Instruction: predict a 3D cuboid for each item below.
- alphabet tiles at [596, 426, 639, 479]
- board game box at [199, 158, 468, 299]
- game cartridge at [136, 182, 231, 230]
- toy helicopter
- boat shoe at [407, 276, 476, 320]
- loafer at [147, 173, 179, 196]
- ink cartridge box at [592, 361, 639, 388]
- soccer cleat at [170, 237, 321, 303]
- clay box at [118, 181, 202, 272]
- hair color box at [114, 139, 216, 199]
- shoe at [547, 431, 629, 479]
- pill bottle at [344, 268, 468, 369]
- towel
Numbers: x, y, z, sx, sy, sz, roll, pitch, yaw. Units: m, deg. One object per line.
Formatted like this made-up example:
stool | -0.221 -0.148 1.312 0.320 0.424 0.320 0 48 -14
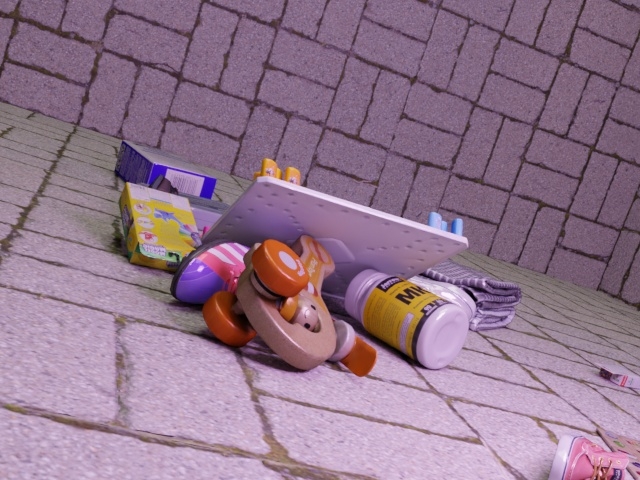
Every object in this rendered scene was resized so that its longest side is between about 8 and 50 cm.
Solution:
alphabet tiles | 0.562 0.363 1.186 0.237 0.009 0.198 20 8 1
board game box | 0.000 0.000 1.404 0.389 0.050 0.390 16 -25 -22
game cartridge | -0.303 -0.070 1.916 0.297 0.062 0.198 13 14 -37
toy helicopter | -0.017 0.084 1.179 0.235 0.140 0.355 42 20 -7
boat shoe | 0.211 0.131 1.707 0.258 0.095 0.084 18 36 12
loafer | -0.340 -0.057 1.635 0.095 0.109 0.302 36 10 -15
ink cartridge box | 0.671 0.306 1.759 0.115 0.029 0.063 13 11 -33
soccer cleat | -0.112 0.069 1.259 0.116 0.109 0.318 35 14 25
clay box | -0.286 -0.013 1.393 0.127 0.053 0.222 15 30 -29
hair color box | -0.438 -0.182 2.157 0.185 0.110 0.339 13 12 -30
shoe | 0.342 0.285 0.979 0.081 0.064 0.178 18 2 27
pill bottle | 0.146 0.132 1.368 0.119 0.119 0.208 11 11 -45
towel | 0.345 0.120 1.918 0.235 0.121 0.283 23 9 32
